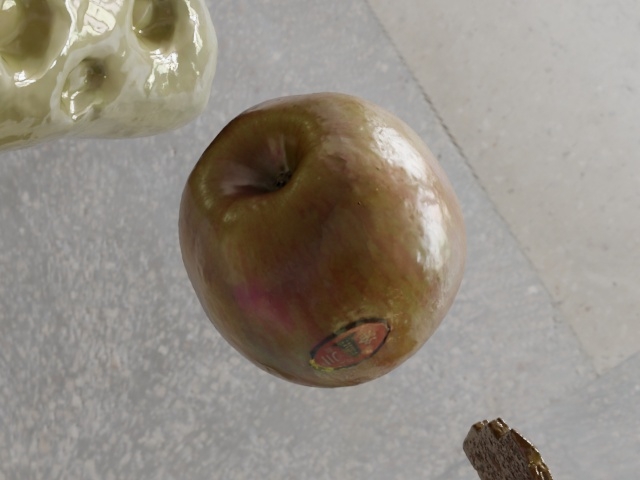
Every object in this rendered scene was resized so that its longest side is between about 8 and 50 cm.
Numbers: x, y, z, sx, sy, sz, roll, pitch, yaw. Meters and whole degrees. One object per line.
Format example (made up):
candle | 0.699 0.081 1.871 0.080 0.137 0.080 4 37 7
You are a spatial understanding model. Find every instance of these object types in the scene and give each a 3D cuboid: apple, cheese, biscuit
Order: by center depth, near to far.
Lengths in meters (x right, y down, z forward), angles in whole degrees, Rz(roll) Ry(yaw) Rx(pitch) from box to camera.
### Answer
apple | 0.000 0.000 0.761 0.188 0.211 0.211 47 57 -38
cheese | -0.228 -0.140 0.765 0.130 0.351 0.328 8 54 28
biscuit | 0.144 0.175 0.770 0.019 0.130 0.119 -23 112 -16
